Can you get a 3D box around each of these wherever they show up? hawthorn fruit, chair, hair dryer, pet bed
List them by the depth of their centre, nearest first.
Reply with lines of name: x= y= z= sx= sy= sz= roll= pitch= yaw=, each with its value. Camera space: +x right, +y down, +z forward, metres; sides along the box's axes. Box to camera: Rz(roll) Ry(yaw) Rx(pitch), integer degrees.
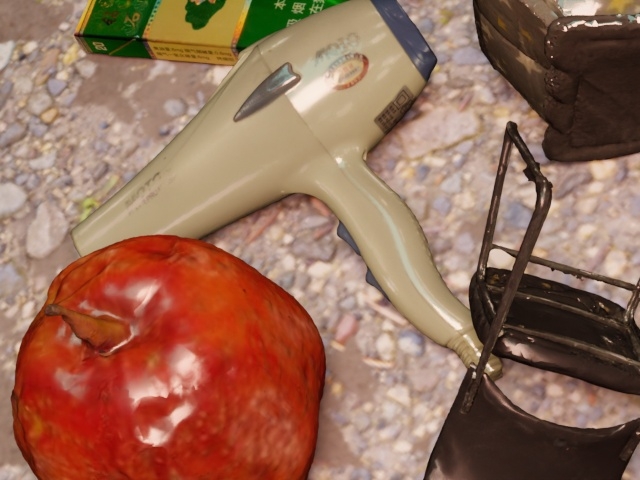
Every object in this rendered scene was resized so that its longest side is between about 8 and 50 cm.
hawthorn fruit: x=-0.110 y=0.081 z=0.877 sx=0.207 sy=0.243 sz=0.207 roll=-8 pitch=61 yaw=15
chair: x=0.153 y=0.061 z=0.877 sx=0.140 sy=0.145 sz=0.221 roll=16 pitch=110 yaw=-5
pet bed: x=0.213 y=-0.154 z=0.933 sx=0.183 sy=0.211 sz=0.159 roll=-33 pitch=67 yaw=-4
hair dryer: x=-0.038 y=-0.008 z=1.004 sx=0.296 sy=0.119 sz=0.298 roll=-16 pitch=71 yaw=14

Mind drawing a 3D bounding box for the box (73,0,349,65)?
box: x=-0.076 y=-0.205 z=1.148 sx=0.235 sy=0.034 sz=0.132 roll=8 pitch=65 yaw=21
